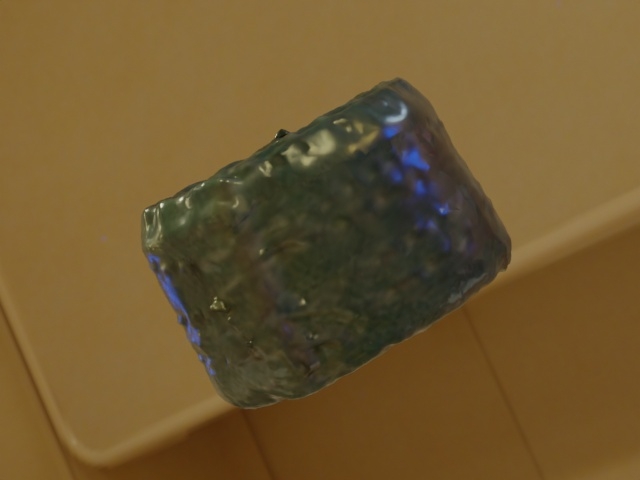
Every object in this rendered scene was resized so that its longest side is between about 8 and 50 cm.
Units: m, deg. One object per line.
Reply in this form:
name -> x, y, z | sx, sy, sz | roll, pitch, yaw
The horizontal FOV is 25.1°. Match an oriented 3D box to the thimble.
thimble -> 0.000, 0.000, 0.889 | 0.198, 0.143, 0.235 | -26, 7, 34
